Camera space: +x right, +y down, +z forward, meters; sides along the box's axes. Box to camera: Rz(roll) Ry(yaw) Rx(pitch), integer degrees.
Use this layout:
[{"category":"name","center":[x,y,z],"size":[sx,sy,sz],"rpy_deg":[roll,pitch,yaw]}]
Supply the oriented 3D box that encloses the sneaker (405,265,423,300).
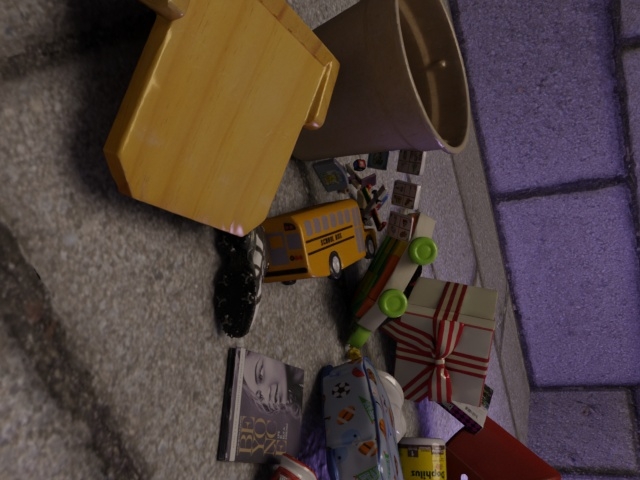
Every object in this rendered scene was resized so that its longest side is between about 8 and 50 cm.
[{"category":"sneaker","center":[0.270,0.126,1.697],"size":[0.075,0.057,0.161],"rpy_deg":[61,27,-69]}]

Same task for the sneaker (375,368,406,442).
[{"category":"sneaker","center":[0.144,0.395,1.335],"size":[0.094,0.080,0.212],"rpy_deg":[-43,124,-45]}]

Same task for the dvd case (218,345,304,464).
[{"category":"dvd case","center":[-0.087,0.274,0.949],"size":[0.221,0.018,0.164],"rpy_deg":[38,51,-56]}]

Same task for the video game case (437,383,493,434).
[{"category":"video game case","center":[0.379,0.415,1.677],"size":[0.232,0.042,0.210],"rpy_deg":[38,26,10]}]

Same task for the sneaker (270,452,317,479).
[{"category":"sneaker","center":[-0.050,0.445,0.943],"size":[0.128,0.087,0.221],"rpy_deg":[-50,136,-30]}]

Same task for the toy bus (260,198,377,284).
[{"category":"toy bus","center":[0.000,0.000,1.100],"size":[0.333,0.108,0.130],"rpy_deg":[-22,102,-63]}]

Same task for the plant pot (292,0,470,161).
[{"category":"plant pot","center":[0.074,-0.288,1.082],"size":[0.334,0.305,0.333],"rpy_deg":[25,60,-54]}]

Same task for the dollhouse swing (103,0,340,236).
[{"category":"dollhouse swing","center":[-0.186,-0.228,0.801],"size":[0.305,0.315,0.347],"rpy_deg":[-56,151,6]}]

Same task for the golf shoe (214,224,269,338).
[{"category":"golf shoe","center":[-0.108,0.052,0.899],"size":[0.094,0.077,0.198],"rpy_deg":[27,61,-60]}]

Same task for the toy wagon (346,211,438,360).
[{"category":"toy wagon","center":[0.135,0.099,1.254],"size":[0.344,0.068,0.267],"rpy_deg":[-60,-176,-1]}]

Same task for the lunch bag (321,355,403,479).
[{"category":"lunch bag","center":[0.086,0.390,1.097],"size":[0.303,0.115,0.243],"rpy_deg":[-91,161,-55]}]

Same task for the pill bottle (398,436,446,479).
[{"category":"pill bottle","center":[0.253,0.599,1.444],"size":[0.117,0.117,0.215],"rpy_deg":[31,55,-58]}]

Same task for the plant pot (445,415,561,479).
[{"category":"plant pot","center":[0.420,0.658,1.557],"size":[0.236,0.267,0.267],"rpy_deg":[11,107,-45]}]

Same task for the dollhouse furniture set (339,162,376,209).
[{"category":"dollhouse furniture set","center":[0.071,-0.124,1.393],"size":[0.081,0.091,0.114],"rpy_deg":[51,-21,35]}]

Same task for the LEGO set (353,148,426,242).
[{"category":"LEGO set","center":[0.142,-0.106,1.230],"size":[0.060,0.244,0.182],"rpy_deg":[3,100,-30]}]

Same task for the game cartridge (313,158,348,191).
[{"category":"game cartridge","center":[0.027,-0.139,1.249],"size":[0.017,0.056,0.083],"rpy_deg":[-84,151,-41]}]

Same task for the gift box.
[{"category":"gift box","center":[0.302,0.262,1.501],"size":[0.258,0.276,0.255],"rpy_deg":[-47,138,-62]}]
